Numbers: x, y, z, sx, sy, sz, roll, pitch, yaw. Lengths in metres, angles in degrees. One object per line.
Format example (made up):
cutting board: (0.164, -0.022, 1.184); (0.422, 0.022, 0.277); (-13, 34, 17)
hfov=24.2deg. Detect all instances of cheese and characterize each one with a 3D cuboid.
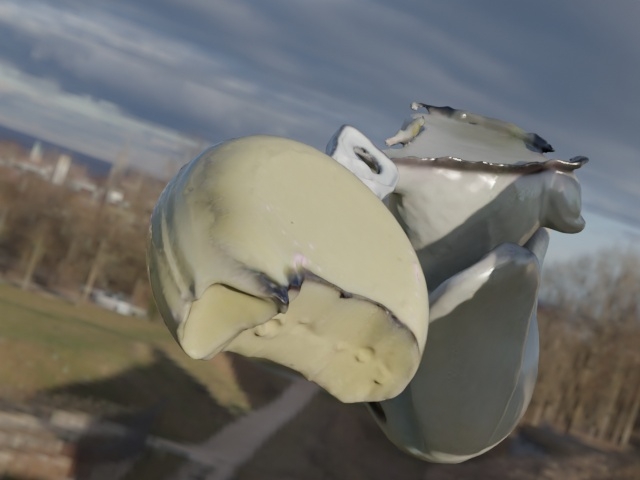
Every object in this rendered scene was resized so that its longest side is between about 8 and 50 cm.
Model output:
cheese: (-0.015, -0.014, 0.808); (0.163, 0.071, 0.249); (33, 31, -23)

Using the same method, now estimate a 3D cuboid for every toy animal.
toy animal: (0.118, 0.029, 1.220); (0.174, 0.289, 0.249); (13, 38, 13)
